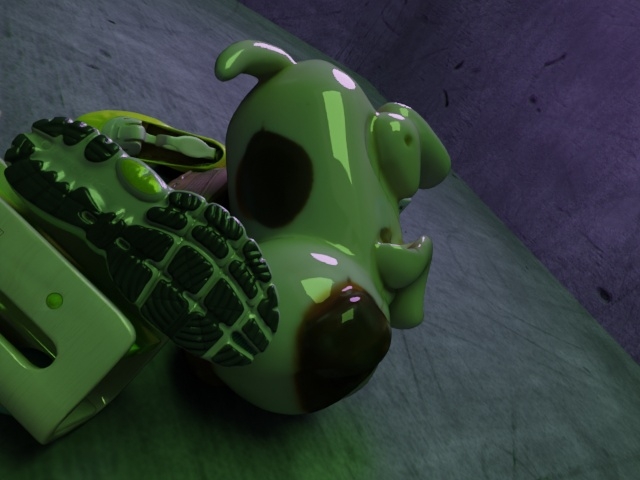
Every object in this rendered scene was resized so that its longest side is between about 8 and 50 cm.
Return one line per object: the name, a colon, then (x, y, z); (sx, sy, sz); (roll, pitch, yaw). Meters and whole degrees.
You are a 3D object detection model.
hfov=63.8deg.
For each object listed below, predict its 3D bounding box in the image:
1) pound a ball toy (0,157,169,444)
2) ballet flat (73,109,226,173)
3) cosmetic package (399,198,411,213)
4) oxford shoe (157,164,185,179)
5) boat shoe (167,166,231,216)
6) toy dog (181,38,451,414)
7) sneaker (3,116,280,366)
pound a ball toy: (-0.289, 0.012, 0.387); (0.319, 0.135, 0.208); (42, -6, 3)
ballet flat: (-0.247, -0.147, 0.763); (0.231, 0.077, 0.077); (11, -1, -20)
cosmetic package: (0.054, -0.092, 1.069); (0.152, 0.151, 0.183); (1, 43, -54)
oxford shoe: (-0.164, -0.118, 0.896); (0.227, 0.082, 0.096); (31, 21, -20)
boat shoe: (-0.187, -0.007, 0.659); (0.110, 0.121, 0.341); (4, 23, 9)
toy dog: (0.000, 0.000, 0.618); (0.395, 0.285, 0.407); (60, 32, -51)
sneaker: (-0.144, -0.001, 0.455); (0.275, 0.107, 0.110); (42, -15, 7)
